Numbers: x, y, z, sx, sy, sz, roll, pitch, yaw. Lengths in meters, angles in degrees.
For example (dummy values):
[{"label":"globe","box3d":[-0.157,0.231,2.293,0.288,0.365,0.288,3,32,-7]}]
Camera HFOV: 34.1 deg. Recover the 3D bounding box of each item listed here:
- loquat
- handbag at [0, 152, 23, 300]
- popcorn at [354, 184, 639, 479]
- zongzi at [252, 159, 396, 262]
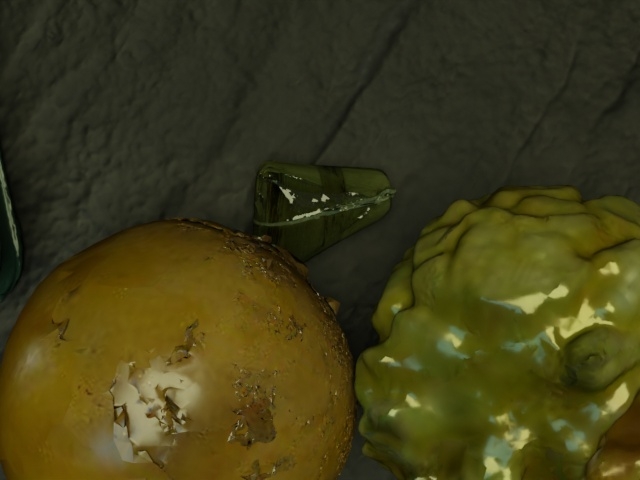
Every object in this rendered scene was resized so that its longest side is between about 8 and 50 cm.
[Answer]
[{"label":"loquat","box3d":[-0.089,0.097,0.674,0.235,0.235,0.234,0,89,1]},{"label":"handbag","box3d":[-0.361,-0.087,0.754,0.239,0.089,0.326,-14,90,1]},{"label":"popcorn","box3d":[0.136,0.088,0.668,0.249,0.225,0.249,16,124,25]},{"label":"zongzi","box3d":[0.000,0.000,0.771,0.104,0.052,0.113,4,105,-6]}]
